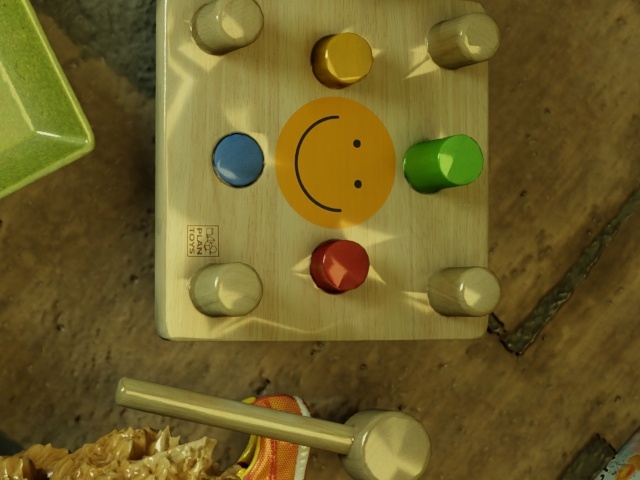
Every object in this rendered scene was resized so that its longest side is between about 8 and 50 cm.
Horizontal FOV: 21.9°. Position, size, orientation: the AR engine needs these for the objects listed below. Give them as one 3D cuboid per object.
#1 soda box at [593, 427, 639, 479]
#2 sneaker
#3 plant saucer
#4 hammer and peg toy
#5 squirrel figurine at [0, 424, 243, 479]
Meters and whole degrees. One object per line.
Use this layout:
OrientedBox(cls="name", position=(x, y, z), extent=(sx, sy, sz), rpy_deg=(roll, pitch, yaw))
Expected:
OrientedBox(cls="soda box", position=(0.251, 0.236, 1.384), extent=(0.183, 0.058, 0.063), rpy_deg=(-46, 112, -11))
OrientedBox(cls="sneaker", position=(-0.046, 0.203, 1.260), extent=(0.067, 0.064, 0.175), rpy_deg=(3, 89, -12))
OrientedBox(cls="plant saucer", position=(-0.273, -0.104, 1.102), extent=(0.188, 0.045, 0.188), rpy_deg=(-31, 105, -26))
OrientedBox(cls="hammer and peg toy", position=(0.000, 0.000, 1.175), extent=(0.266, 0.127, 0.361), rpy_deg=(2, 88, -23))
OrientedBox(cls="squirrel figurine", position=(-0.142, 0.321, 1.061), extent=(0.281, 0.370, 0.397), rpy_deg=(-12, 103, -20))
